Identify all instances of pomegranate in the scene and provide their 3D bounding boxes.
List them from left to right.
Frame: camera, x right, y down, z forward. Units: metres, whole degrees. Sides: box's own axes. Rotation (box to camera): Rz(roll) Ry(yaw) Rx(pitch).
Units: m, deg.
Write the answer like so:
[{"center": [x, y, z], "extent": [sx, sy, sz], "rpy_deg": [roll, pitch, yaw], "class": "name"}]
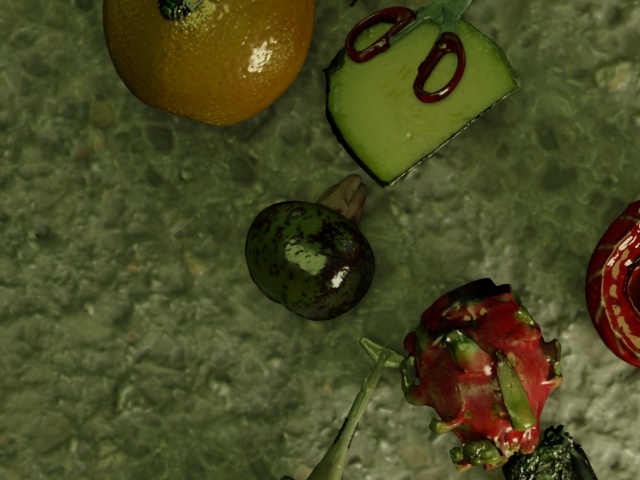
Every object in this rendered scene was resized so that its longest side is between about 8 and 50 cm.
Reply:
[{"center": [-0.002, 0.010, 1.896], "extent": [0.138, 0.163, 0.126], "rpy_deg": [24, 128, 20], "class": "pomegranate"}]

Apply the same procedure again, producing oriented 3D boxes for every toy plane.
[{"center": [0.008, 0.243, 1.883], "extent": [0.092, 0.108, 0.286], "rpy_deg": [25, 77, 7], "class": "toy plane"}]

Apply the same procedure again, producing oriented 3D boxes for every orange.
[{"center": [-0.113, -0.234, 1.860], "extent": [0.236, 0.236, 0.236], "rpy_deg": [0, 87, 5], "class": "orange"}]

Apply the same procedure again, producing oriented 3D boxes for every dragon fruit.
[{"center": [0.165, 0.138, 1.834], "extent": [0.160, 0.166, 0.172], "rpy_deg": [-30, 74, 22], "class": "dragon fruit"}]

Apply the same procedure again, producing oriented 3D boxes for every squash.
[{"center": [0.102, -0.148, 1.916], "extent": [0.192, 0.085, 0.184], "rpy_deg": [-36, 56, -1], "class": "squash"}]

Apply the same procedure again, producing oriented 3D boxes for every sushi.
[{"center": [0.236, 0.240, 1.884], "extent": [0.083, 0.056, 0.085], "rpy_deg": [-27, 86, 10], "class": "sushi"}]

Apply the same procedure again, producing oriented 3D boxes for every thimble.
[{"center": [0.354, 0.040, 1.850], "extent": [0.163, 0.125, 0.190], "rpy_deg": [21, 89, 8], "class": "thimble"}]

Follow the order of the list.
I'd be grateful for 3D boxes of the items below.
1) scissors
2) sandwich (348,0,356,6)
[{"center": [0.146, -0.259, 1.900], "extent": [0.144, 0.017, 0.248], "rpy_deg": [35, 78, 33], "class": "scissors"}, {"center": [0.105, -0.339, 1.897], "extent": [0.187, 0.117, 0.144], "rpy_deg": [-13, 88, 2], "class": "sandwich"}]
